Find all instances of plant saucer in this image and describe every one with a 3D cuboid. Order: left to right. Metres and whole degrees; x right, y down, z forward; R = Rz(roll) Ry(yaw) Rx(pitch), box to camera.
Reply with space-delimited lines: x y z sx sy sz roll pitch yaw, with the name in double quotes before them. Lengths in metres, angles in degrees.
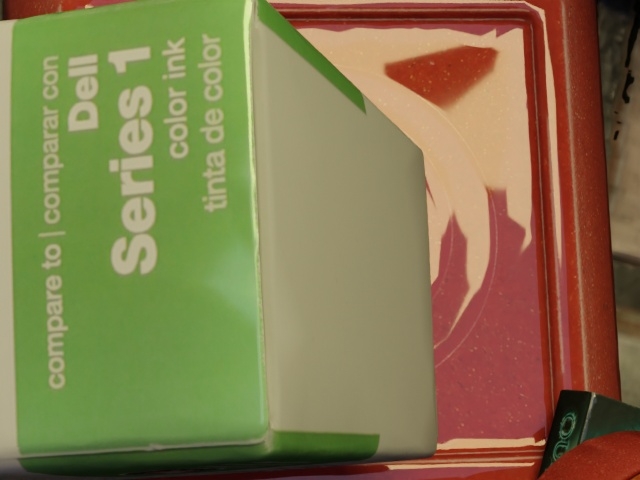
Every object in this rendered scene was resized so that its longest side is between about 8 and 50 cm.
"plant saucer" 0.000 0.000 0.597 0.259 0.048 0.258 -1 82 -7

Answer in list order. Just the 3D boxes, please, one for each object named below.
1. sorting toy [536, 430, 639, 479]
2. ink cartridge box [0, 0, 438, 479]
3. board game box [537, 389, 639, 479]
"sorting toy" 0.083 0.222 0.445 0.127 0.126 0.365 37 68 -15
"ink cartridge box" -0.119 0.019 0.460 0.278 0.201 0.117 -5 81 15
"board game box" 0.162 0.145 0.577 0.186 0.026 0.126 19 80 -20
